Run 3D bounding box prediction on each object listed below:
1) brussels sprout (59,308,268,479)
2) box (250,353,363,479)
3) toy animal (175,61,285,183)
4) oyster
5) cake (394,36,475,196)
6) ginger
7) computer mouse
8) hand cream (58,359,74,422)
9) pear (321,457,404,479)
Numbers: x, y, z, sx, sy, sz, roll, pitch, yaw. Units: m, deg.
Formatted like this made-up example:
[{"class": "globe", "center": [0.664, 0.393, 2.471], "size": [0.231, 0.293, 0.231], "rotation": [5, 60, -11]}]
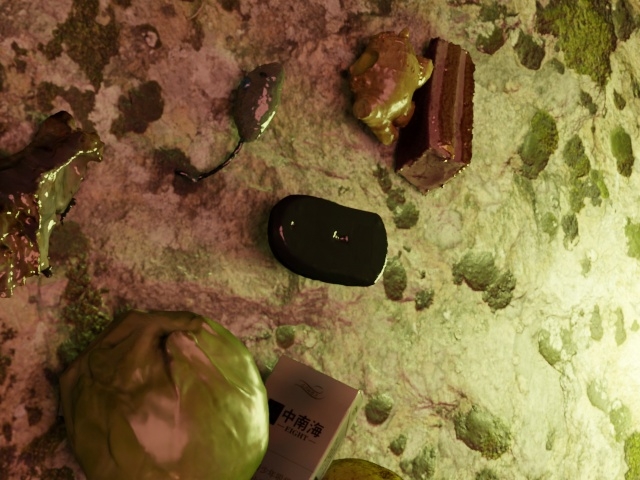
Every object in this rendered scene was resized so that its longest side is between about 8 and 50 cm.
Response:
[{"class": "brussels sprout", "center": [-0.232, 0.268, 1.697], "size": [0.328, 0.247, 0.327], "rotation": [16, 63, -34]}, {"class": "box", "center": [-0.052, 0.323, 1.859], "size": [0.242, 0.155, 0.067], "rotation": [-58, 160, -21]}, {"class": "toy animal", "center": [-0.135, -0.186, 1.894], "size": [0.079, 0.070, 0.253], "rotation": [32, 81, 9]}, {"class": "oyster", "center": [-0.425, -0.052, 1.639], "size": [0.198, 0.133, 0.337], "rotation": [39, 49, 2]}, {"class": "cake", "center": [0.228, -0.237, 2.111], "size": [0.116, 0.113, 0.295], "rotation": [25, 68, -32]}, {"class": "ginger", "center": [0.124, -0.288, 2.040], "size": [0.157, 0.102, 0.216], "rotation": [31, 71, -35]}, {"class": "computer mouse", "center": [0.000, 0.000, 1.951], "size": [0.270, 0.086, 0.137], "rotation": [14, 74, -41]}, {"class": "hand cream", "center": [-0.377, 0.229, 1.734], "size": [0.030, 0.019, 0.093], "rotation": [25, 67, -28]}, {"class": "pear", "center": [0.060, 0.450, 1.898], "size": [0.197, 0.197, 0.197], "rotation": [2, 86, -33]}]
